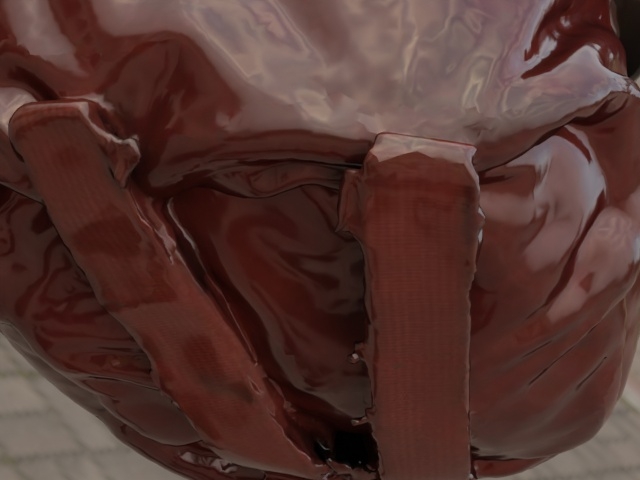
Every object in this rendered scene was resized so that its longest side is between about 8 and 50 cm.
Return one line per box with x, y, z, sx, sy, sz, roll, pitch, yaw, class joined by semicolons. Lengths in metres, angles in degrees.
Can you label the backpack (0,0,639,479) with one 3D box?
0.000;-0.002;0.540;0.229;0.229;0.139;28;43;-25;backpack
